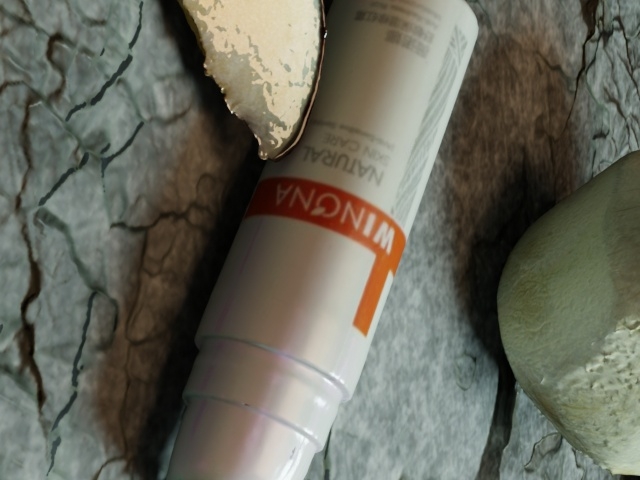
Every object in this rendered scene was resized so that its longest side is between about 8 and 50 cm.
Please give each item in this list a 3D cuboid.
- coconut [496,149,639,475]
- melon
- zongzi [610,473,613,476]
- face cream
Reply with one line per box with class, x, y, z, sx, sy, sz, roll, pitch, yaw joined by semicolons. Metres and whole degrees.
coconut;0.267;0.066;1.080;0.245;0.247;0.245;17;53;-24
melon;-0.042;-0.140;0.761;0.098;0.054;0.182;-47;123;-27
zongzi;0.311;0.162;1.319;0.104;0.052;0.113;-33;135;-54
face cream;0.000;0.000;0.812;0.102;0.102;0.345;44;59;-48
